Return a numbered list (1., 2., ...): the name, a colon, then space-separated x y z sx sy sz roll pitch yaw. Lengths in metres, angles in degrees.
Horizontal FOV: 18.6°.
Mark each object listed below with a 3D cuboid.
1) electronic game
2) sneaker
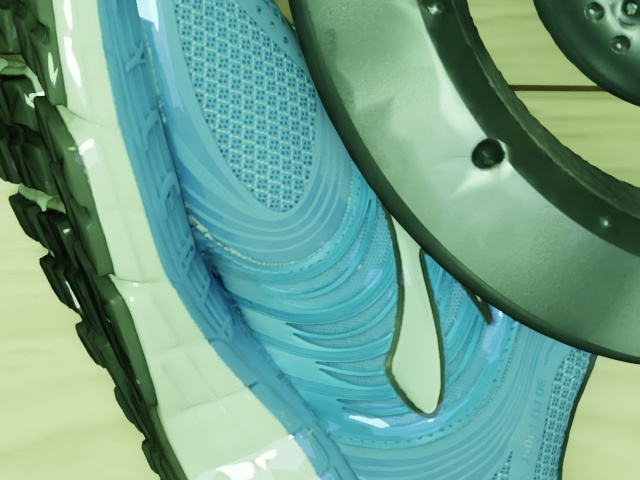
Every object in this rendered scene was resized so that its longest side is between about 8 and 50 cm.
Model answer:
1. electronic game: 0.095 -0.079 0.532 0.229 0.048 0.229 4 80 -23
2. sneaker: 0.000 0.000 0.575 0.147 0.130 0.330 -29 116 -13
